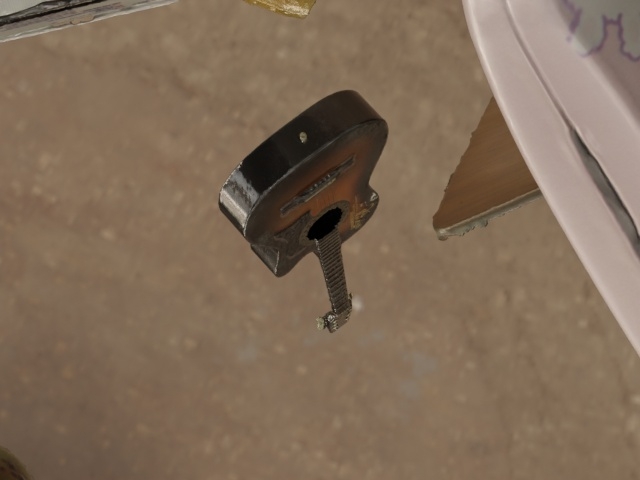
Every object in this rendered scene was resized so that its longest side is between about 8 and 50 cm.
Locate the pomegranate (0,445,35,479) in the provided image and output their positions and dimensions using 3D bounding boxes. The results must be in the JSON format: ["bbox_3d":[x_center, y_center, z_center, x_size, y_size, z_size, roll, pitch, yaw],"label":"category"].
[{"bbox_3d":[-0.304,0.264,1.495,0.179,0.179,0.210,15,136,6],"label":"pomegranate"}]

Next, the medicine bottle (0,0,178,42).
[{"bbox_3d":[-0.151,-0.174,0.730,0.171,0.052,0.201,-15,87,-1],"label":"medicine bottle"}]

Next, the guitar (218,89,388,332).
[{"bbox_3d":[0.000,0.000,0.960,0.025,0.088,0.233,48,168,21],"label":"guitar"}]

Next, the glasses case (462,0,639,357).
[{"bbox_3d":[0.143,-0.018,0.677,0.075,0.113,0.297,-14,121,40],"label":"glasses case"}]

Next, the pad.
[{"bbox_3d":[0.237,-0.120,1.543,0.286,0.284,0.018,-25,109,31],"label":"pad"}]

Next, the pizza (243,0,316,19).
[{"bbox_3d":[-0.097,-0.280,1.547,0.271,0.134,0.056,50,144,23],"label":"pizza"}]
